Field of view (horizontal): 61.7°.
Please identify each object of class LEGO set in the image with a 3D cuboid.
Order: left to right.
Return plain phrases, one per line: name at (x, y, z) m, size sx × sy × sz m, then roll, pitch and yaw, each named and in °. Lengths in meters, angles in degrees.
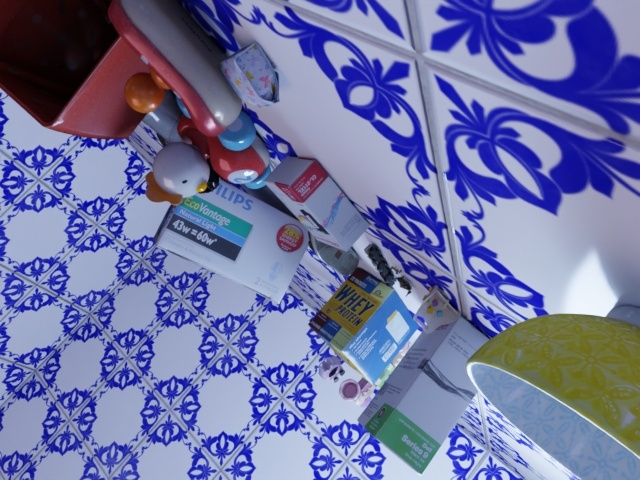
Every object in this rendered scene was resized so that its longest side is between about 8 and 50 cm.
LEGO set at (0.174, 0.083, 1.126) m, size 0.054 × 0.023 × 0.083 m, roll 32°, pitch 153°, yaw 32°

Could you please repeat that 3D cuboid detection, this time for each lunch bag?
lunch bag at (-0.094, -0.227, 0.753) m, size 0.083 × 0.053 × 0.071 m, roll 58°, pitch 162°, yaw -23°

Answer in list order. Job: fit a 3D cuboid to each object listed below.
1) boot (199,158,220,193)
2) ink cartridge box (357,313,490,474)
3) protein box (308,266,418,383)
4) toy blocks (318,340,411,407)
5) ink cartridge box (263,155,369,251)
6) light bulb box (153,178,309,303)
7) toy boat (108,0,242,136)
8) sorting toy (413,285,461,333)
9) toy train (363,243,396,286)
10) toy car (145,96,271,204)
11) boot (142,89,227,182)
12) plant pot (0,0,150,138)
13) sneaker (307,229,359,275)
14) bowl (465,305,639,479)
boot at (-0.238, -0.159, 1.228) m, size 0.045 × 0.121 × 0.099 m, roll 70°, pitch -167°, yaw -45°
ink cartridge box at (0.220, 0.304, 1.106) m, size 0.121 × 0.289 × 0.211 m, roll 38°, pitch 169°, yaw 3°
protein box at (0.115, 0.219, 1.374) m, size 0.136 × 0.200 × 0.201 m, roll 31°, pitch 164°, yaw 44°
toy blocks at (0.154, 0.374, 1.640) m, size 0.309 × 0.289 × 0.260 m, roll 38°, pitch 173°, yaw 33°
ink cartridge box at (-0.007, -0.070, 1.009) m, size 0.175 × 0.072 × 0.127 m, roll 48°, pitch 167°, yaw -26°
light bulb box at (-0.258, -0.014, 1.511) m, size 0.357 × 0.226 × 0.361 m, roll 28°, pitch 174°, yaw -17°
toy boat at (-0.229, -0.246, 0.797) m, size 0.231 × 0.151 × 0.151 m, roll 47°, pitch -159°, yaw -21°
sorting toy at (0.215, 0.137, 1.031) m, size 0.083 × 0.075 × 0.044 m, roll 47°, pitch 168°, yaw -23°
toy train at (0.127, 0.052, 1.146) m, size 0.036 × 0.027 × 0.158 m, roll 47°, pitch 175°, yaw 39°
toy car at (-0.246, -0.151, 1.091) m, size 0.210 × 0.238 × 0.219 m, roll 39°, pitch 169°, yaw 15°
boot at (-0.314, -0.270, 1.286) m, size 0.222 × 0.118 × 0.338 m, roll 32°, pitch 174°, yaw 14°
plant pot at (-0.440, -0.345, 1.023) m, size 0.267 × 0.267 × 0.236 m, roll 39°, pitch 180°, yaw 16°
sneaker at (0.000, 0.000, 1.233) m, size 0.118 × 0.083 × 0.222 m, roll 35°, pitch 168°, yaw 35°
bowl at (0.316, 0.163, 0.557) m, size 0.289 × 0.156 × 0.289 m, roll 41°, pitch 170°, yaw 9°
